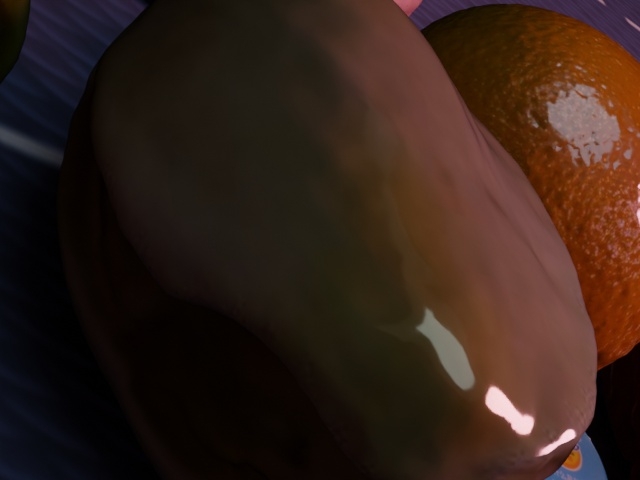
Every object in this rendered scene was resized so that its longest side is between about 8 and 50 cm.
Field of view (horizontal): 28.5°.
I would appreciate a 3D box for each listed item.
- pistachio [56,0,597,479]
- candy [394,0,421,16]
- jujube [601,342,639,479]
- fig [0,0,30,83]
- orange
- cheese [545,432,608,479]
[{"bbox_3d":[0.000,0.000,0.504,0.197,0.166,0.288,-4,55,-30],"label":"pistachio"},{"bbox_3d":[-0.047,-0.217,0.800,0.255,0.094,0.255,34,31,-24],"label":"candy"},{"bbox_3d":[0.246,0.112,0.740,0.155,0.155,0.230,33,41,-24],"label":"jujube"},{"bbox_3d":[-0.177,-0.106,0.453,0.165,0.144,0.154,35,-7,-37],"label":"fig"},{"bbox_3d":[0.103,-0.022,0.665,0.206,0.206,0.206,34,31,-24],"label":"orange"},{"bbox_3d":[0.119,0.159,0.616,0.106,0.037,0.256,30,34,-28],"label":"cheese"}]
